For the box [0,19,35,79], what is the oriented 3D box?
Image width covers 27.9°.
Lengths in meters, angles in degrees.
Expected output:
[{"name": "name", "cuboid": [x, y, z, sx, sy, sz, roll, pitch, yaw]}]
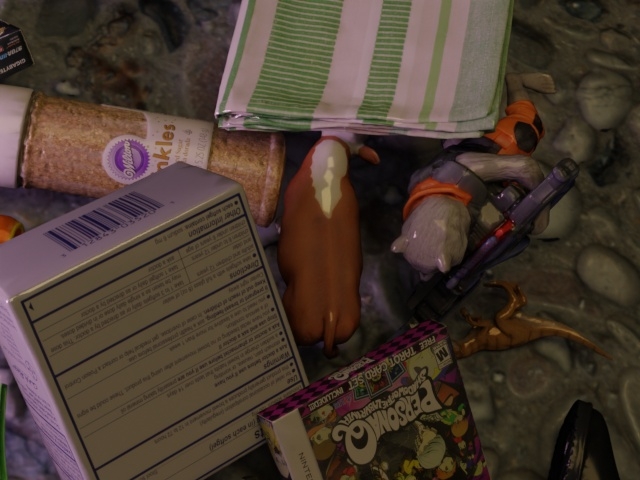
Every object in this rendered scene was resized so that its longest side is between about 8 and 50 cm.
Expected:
[{"name": "box", "cuboid": [-0.478, -0.205, 1.538, 0.220, 0.051, 0.175, -32, 35, -25]}]

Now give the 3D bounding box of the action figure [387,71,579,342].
[{"name": "action figure", "cuboid": [0.149, -0.036, 1.504, 0.178, 0.341, 0.330, 39, 30, 0]}]

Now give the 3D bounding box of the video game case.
[{"name": "video game case", "cuboid": [0.065, 0.228, 1.410, 0.232, 0.042, 0.210, -26, 112, -23]}]

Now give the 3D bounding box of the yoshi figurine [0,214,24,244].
[{"name": "yoshi figurine", "cuboid": [-0.517, -0.022, 1.400, 0.362, 0.203, 0.203, 11, 61, 5]}]

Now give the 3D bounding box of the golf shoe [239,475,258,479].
[{"name": "golf shoe", "cuboid": [-0.114, 0.337, 1.367, 0.094, 0.077, 0.198, 15, 60, -3]}]

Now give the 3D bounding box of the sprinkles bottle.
[{"name": "sprinkles bottle", "cuboid": [-0.224, -0.101, 1.547, 0.355, 0.121, 0.121, 9, 62, -7]}]

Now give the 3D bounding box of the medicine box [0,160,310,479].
[{"name": "medicine box", "cuboid": [-0.181, 0.106, 1.348, 0.263, 0.149, 0.289, -28, 116, -23]}]

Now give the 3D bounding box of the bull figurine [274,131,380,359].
[{"name": "bull figurine", "cuboid": [0.000, 0.000, 1.501, 0.101, 0.188, 0.310, 10, 61, -7]}]

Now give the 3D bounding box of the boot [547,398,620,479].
[{"name": "boot", "cuboid": [0.361, 0.320, 1.458, 0.207, 0.094, 0.246, 13, 68, -1]}]

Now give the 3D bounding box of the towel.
[{"name": "towel", "cuboid": [0.054, -0.228, 1.489, 0.325, 0.038, 0.247, 3, 62, 14]}]

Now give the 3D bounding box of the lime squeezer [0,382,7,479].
[{"name": "lime squeezer", "cuboid": [-0.302, 0.301, 1.339, 0.310, 0.110, 0.059, 54, 23, 21]}]

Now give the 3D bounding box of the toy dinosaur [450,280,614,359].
[{"name": "toy dinosaur", "cuboid": [0.240, 0.105, 1.578, 0.212, 0.064, 0.112, -7, 82, -4]}]
